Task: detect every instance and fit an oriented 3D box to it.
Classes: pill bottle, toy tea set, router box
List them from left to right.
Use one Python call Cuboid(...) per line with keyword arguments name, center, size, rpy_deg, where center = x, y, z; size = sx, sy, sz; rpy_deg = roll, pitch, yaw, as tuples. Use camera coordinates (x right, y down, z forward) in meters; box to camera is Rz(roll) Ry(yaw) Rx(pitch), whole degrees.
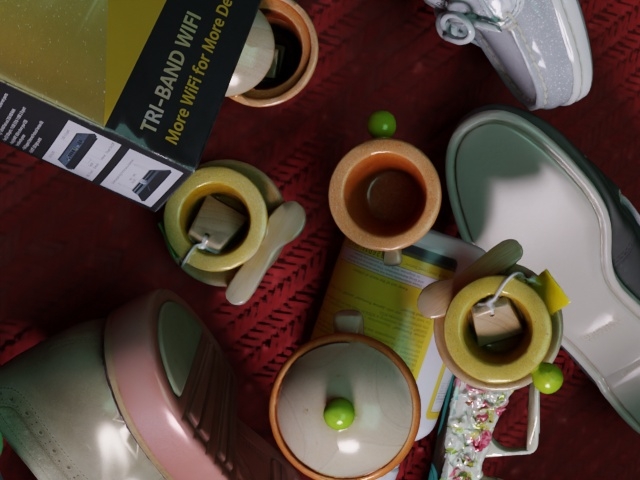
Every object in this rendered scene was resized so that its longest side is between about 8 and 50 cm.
Cuboid(name="router box", center=(-0.138, -0.206, 0.955), size=(0.243, 0.081, 0.309), rpy_deg=(24, 67, -14))
Cuboid(name="toy tea set", center=(0.000, 0.000, 1.089), size=(0.200, 0.124, 0.336), rpy_deg=(-39, 86, 6))
Cuboid(name="pill bottle", center=(0.043, 0.078, 1.200), size=(0.103, 0.103, 0.184), rpy_deg=(18, 93, -30))

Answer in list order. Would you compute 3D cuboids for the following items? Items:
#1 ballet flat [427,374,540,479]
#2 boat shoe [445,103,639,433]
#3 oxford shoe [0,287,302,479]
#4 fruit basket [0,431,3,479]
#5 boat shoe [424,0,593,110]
Cuboid(name="ballet flat", center=(0.116, 0.157, 1.251), size=(0.077, 0.091, 0.241), rpy_deg=(14, 105, 5))
Cuboid(name="boat shoe", center=(0.198, 0.017, 1.286), size=(0.112, 0.095, 0.335), rpy_deg=(-28, 117, 24))
Cuboid(name="oxford shoe", center=(-0.091, 0.203, 1.166), size=(0.146, 0.140, 0.397), rpy_deg=(-17, 121, 13))
Cuboid(name="fruit basket", center=(-0.290, 0.185, 0.908), size=(0.327, 0.353, 0.165), rpy_deg=(16, 115, -31))
Cuboid(name="boat shoe", center=(0.073, -0.213, 1.148), size=(0.103, 0.118, 0.320), rpy_deg=(-37, 111, -7))
